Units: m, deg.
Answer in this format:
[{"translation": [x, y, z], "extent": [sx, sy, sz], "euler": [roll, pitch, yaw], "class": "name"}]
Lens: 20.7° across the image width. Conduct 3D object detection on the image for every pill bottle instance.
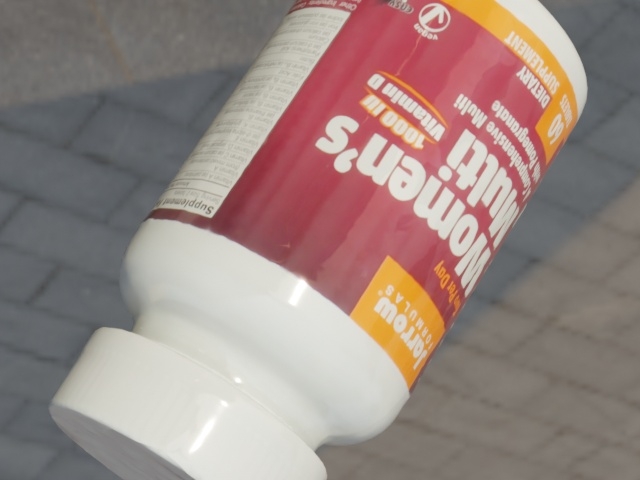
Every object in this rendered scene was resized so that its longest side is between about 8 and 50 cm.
[{"translation": [0.000, 0.000, 0.667], "extent": [0.121, 0.221, 0.121], "euler": [29, 161, 11], "class": "pill bottle"}]
